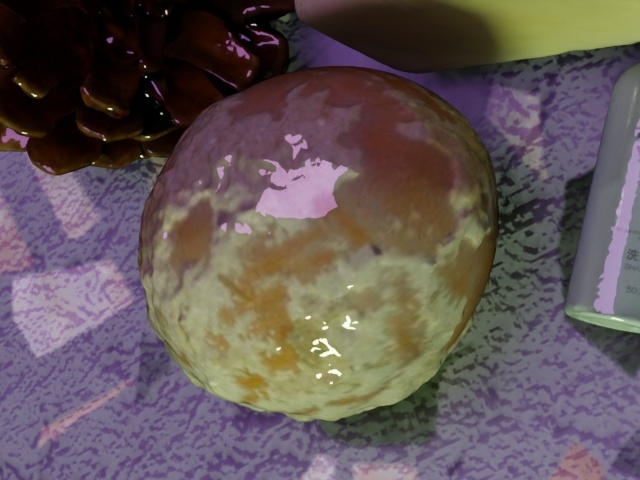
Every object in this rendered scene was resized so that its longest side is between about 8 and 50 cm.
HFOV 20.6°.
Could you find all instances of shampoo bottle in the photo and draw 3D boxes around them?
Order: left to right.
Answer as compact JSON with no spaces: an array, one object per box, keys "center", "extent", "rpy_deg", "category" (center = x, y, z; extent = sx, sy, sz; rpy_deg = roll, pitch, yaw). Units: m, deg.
[{"center":[0.175,-0.050,0.935],"extent":[0.056,0.056,0.195],"rpy_deg":[8,83,37],"category":"shampoo bottle"}]

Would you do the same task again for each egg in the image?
[{"center":[0.000,0.000,0.967],"extent":[0.233,0.195,0.195],"rpy_deg":[-38,58,37],"category":"egg"}]

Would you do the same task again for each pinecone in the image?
[{"center":[-0.126,-0.145,1.095],"extent":[0.229,0.201,0.202],"rpy_deg":[-20,91,-1],"category":"pinecone"}]

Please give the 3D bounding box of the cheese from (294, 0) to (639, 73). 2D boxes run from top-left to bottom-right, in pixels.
[{"center":[0.111,-0.241,0.952],"extent":[0.242,0.124,0.265],"rpy_deg":[-5,74,48],"category":"cheese"}]
